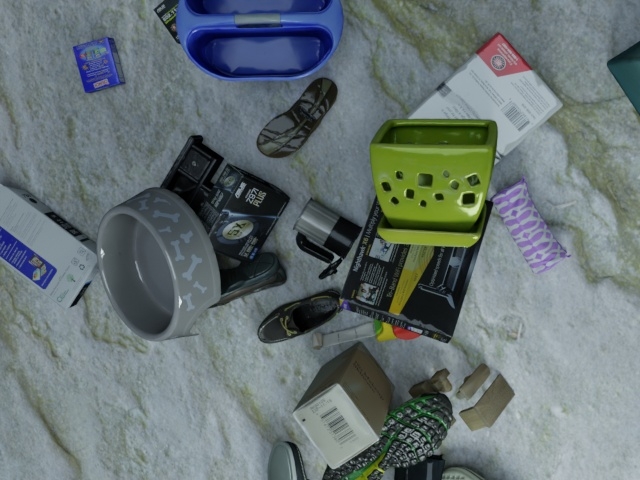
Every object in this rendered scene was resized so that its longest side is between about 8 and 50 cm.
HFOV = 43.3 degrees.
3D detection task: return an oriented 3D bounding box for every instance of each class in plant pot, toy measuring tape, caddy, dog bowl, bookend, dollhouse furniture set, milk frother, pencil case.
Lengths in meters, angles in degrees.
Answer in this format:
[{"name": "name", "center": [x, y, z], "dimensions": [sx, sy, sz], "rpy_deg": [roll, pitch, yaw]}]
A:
[{"name": "plant pot", "center": [0.220, -0.110, 1.549], "dimensions": [0.227, 0.228, 0.207], "rpy_deg": [3, 110, 13]}, {"name": "toy measuring tape", "center": [0.126, 0.169, 1.772], "dimensions": [0.330, 0.121, 0.121], "rpy_deg": [-13, 96, 12]}, {"name": "caddy", "center": [-0.123, -0.452, 1.671], "dimensions": [0.341, 0.179, 0.241], "rpy_deg": [-1, 100, 1]}, {"name": "dog bowl", "center": [-0.367, 0.063, 1.768], "dimensions": [0.348, 0.102, 0.349], "rpy_deg": [19, 118, 41]}, {"name": "bookend", "center": [-0.259, -0.130, 1.823], "dimensions": [0.157, 0.072, 0.156], "rpy_deg": [35, 103, 3]}, {"name": "dollhouse furniture set", "center": [0.316, 0.342, 1.813], "dimensions": [0.144, 0.123, 0.151], "rpy_deg": [53, 139, -1]}, {"name": "milk frother", "center": [0.000, 0.000, 1.758], "dimensions": [0.134, 0.143, 0.129], "rpy_deg": [30, 110, 3]}, {"name": "plant pot", "center": [0.679, -0.322, 1.533], "dimensions": [0.165, 0.234, 0.166], "rpy_deg": [-34, 92, 14]}, {"name": "pencil case", "center": [0.442, -0.028, 1.699], "dimensions": [0.088, 0.086, 0.206], "rpy_deg": [-32, 92, 20]}]

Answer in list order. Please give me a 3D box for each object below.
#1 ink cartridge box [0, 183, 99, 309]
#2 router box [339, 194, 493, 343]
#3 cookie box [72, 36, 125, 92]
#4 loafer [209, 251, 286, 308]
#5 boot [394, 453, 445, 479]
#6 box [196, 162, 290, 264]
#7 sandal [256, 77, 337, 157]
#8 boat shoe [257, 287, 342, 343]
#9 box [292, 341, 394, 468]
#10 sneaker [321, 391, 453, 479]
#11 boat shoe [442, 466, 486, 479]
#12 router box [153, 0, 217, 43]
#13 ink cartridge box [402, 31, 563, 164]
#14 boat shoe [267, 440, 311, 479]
[{"name": "ink cartridge box", "center": [-0.685, 0.001, 1.929], "dimensions": [0.332, 0.065, 0.165], "rpy_deg": [37, 104, 2]}, {"name": "router box", "center": [0.201, 0.031, 1.692], "dimensions": [0.243, 0.081, 0.309], "rpy_deg": [19, 74, 7]}, {"name": "cookie box", "center": [-0.506, -0.400, 1.842], "dimensions": [0.091, 0.040, 0.107], "rpy_deg": [-12, 96, 12]}, {"name": "loafer", "center": [-0.205, 0.111, 1.845], "dimensions": [0.267, 0.096, 0.084], "rpy_deg": [-19, 135, 14]}, {"name": "boot", "center": [0.186, 0.583, 1.839], "dimensions": [0.246, 0.094, 0.207], "rpy_deg": [-17, 63, 50]}, {"name": "box", "center": [-0.178, -0.057, 1.769], "dimensions": [0.180, 0.147, 0.077], "rpy_deg": [-58, 43, 8]}, {"name": "sandal", "center": [-0.049, -0.267, 1.773], "dimensions": [0.090, 0.060, 0.219], "rpy_deg": [40, 89, -4]}, {"name": "boat shoe", "center": [-0.051, 0.176, 1.833], "dimensions": [0.227, 0.068, 0.081], "rpy_deg": [-28, 93, 13]}, {"name": "box", "center": [0.057, 0.340, 1.715], "dimensions": [0.121, 0.311, 0.148], "rpy_deg": [-36, 92, 14]}, {"name": "sneaker", "center": [0.140, 0.430, 1.789], "dimensions": [0.343, 0.146, 0.134], "rpy_deg": [-36, 108, 18]}, {"name": "boat shoe", "center": [0.450, 0.703, 1.785], "dimensions": [0.500, 0.156, 0.187], "rpy_deg": [42, 110, 17]}, {"name": "router box", "center": [-0.295, -0.510, 1.786], "dimensions": [0.122, 0.038, 0.092], "rpy_deg": [-36, 91, 14]}, {"name": "ink cartridge box", "center": [0.327, -0.261, 1.670], "dimensions": [0.273, 0.114, 0.197], "rpy_deg": [-41, 90, 14]}, {"name": "boat shoe", "center": [-0.058, 0.610, 1.896], "dimensions": [0.114, 0.091, 0.303], "rpy_deg": [13, 107, 53]}]
